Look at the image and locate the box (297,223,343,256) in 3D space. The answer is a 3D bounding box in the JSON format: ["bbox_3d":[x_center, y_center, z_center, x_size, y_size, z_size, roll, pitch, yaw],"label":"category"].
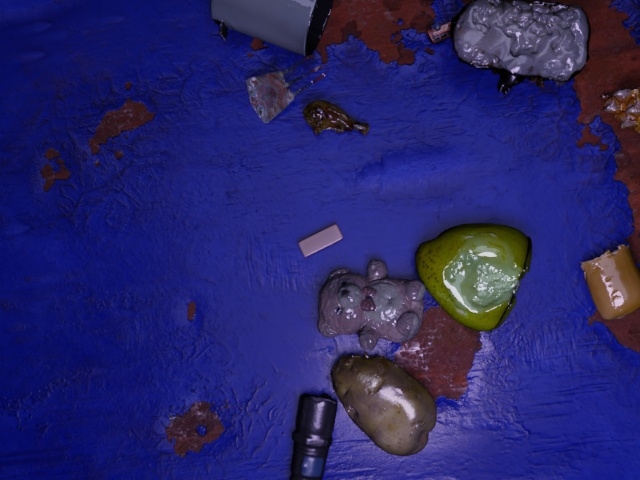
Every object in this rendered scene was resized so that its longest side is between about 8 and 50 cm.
[{"bbox_3d":[0.000,0.000,1.901,0.115,0.025,0.048,-27,89,1],"label":"box"}]

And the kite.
[{"bbox_3d":[-0.094,-0.406,1.901,0.229,0.016,0.127,-27,94,25],"label":"kite"}]

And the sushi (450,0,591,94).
[{"bbox_3d":[0.489,-0.480,1.826,0.348,0.207,0.235,14,101,5],"label":"sushi"}]

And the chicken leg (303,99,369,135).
[{"bbox_3d":[0.039,-0.307,1.910,0.178,0.070,0.093,16,86,-5],"label":"chicken leg"}]

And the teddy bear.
[{"bbox_3d":[0.126,0.159,1.820,0.267,0.151,0.236,14,65,2],"label":"teddy bear"}]

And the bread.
[{"bbox_3d":[0.733,0.106,1.818,0.134,0.085,0.173,-24,84,1],"label":"bread"}]

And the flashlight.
[{"bbox_3d":[-0.033,0.594,1.824,0.103,0.103,0.424,9,88,4],"label":"flashlight"}]

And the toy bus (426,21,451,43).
[{"bbox_3d":[0.335,-0.552,1.926,0.110,0.031,0.043,-22,91,1],"label":"toy bus"}]

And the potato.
[{"bbox_3d":[0.155,0.392,1.803,0.296,0.141,0.192,40,105,5],"label":"potato"}]

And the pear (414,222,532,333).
[{"bbox_3d":[0.366,0.063,1.811,0.292,0.159,0.293,-1,84,6],"label":"pear"}]

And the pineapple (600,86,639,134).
[{"bbox_3d":[0.890,-0.329,1.810,0.334,0.158,0.161,-5,85,2],"label":"pineapple"}]

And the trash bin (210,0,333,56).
[{"bbox_3d":[-0.117,-0.612,1.864,0.262,0.217,0.277,22,92,5],"label":"trash bin"}]
